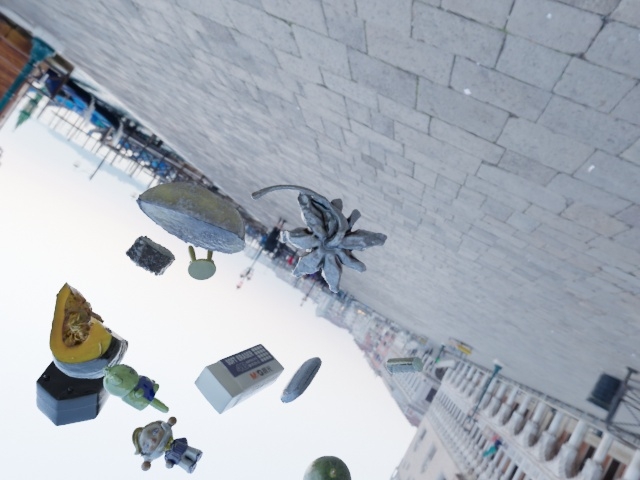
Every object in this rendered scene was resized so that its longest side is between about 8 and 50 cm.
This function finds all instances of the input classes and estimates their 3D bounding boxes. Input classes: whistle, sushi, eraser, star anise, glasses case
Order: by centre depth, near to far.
[{"bbox_3d":[0.000,0.000,1.143,0.359,0.316,0.139,-4,-172,8],"label":"star anise"},{"bbox_3d":[-0.497,0.406,1.151,0.105,0.085,0.227,5,142,50],"label":"whistle"},{"bbox_3d":[-0.466,0.045,1.164,0.090,0.078,0.150,38,173,14],"label":"sushi"},{"bbox_3d":[-0.233,0.405,1.271,0.124,0.081,0.279,43,-163,19],"label":"eraser"},{"bbox_3d":[-0.078,0.576,1.768,0.067,0.109,0.282,55,-152,-4],"label":"glasses case"}]

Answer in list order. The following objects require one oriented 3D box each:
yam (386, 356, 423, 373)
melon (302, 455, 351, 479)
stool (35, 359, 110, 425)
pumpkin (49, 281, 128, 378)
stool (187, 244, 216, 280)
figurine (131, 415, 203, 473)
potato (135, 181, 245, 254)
[{"bbox_3d":[0.275,0.413,1.402,0.054,0.054,0.132,33,146,-26],"label":"yam"},{"bbox_3d":[0.015,0.561,0.975,0.114,0.114,0.167,29,135,14],"label":"melon"},{"bbox_3d":[-0.840,0.503,1.455,0.232,0.141,0.232,15,-155,-7],"label":"stool"},{"bbox_3d":[-0.672,0.258,1.250,0.190,0.281,0.139,-4,154,-4],"label":"pumpkin"},{"bbox_3d":[-0.479,0.086,1.708,0.134,0.135,0.110,41,-164,-39],"label":"stool"},{"bbox_3d":[-0.580,0.781,1.626,0.274,0.194,0.133,2,152,2],"label":"figurine"},{"bbox_3d":[-0.275,-0.055,0.980,0.261,0.100,0.120,21,147,2],"label":"potato"}]
